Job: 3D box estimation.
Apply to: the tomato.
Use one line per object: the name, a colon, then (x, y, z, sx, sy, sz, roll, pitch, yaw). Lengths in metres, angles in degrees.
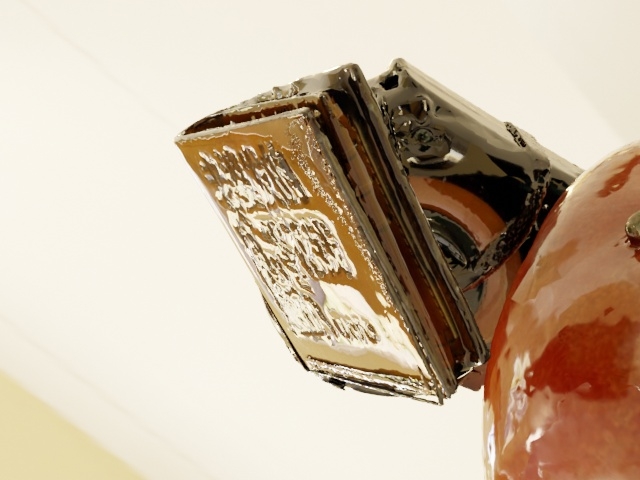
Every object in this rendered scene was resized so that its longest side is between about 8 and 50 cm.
tomato: (0.244, 0.078, 0.908, 0.293, 0.325, 0.290, -1, -57, 24)

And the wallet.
wallet: (-0.003, 0.001, 0.799, 0.195, 0.042, 0.161, -2, -65, 65)

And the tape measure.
tape measure: (0.059, 0.001, 1.091, 0.202, 0.135, 0.223, 29, -70, -14)
